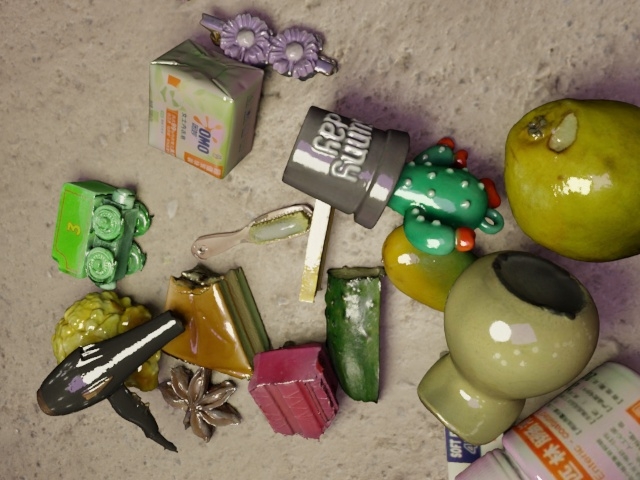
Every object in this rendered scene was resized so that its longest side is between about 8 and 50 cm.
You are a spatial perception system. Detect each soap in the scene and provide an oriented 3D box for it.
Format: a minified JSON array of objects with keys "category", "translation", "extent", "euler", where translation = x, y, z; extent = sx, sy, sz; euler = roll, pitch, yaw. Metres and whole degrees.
[{"category":"soap","translation":[-0.045,0.338,1.075],"extent":[0.162,0.099,0.250],"euler":[-12,130,7]},{"category":"soap","translation":[-0.001,0.000,1.049],"extent":[0.037,0.092,0.252],"euler":[12,105,8]},{"category":"soap","translation":[-0.228,-0.257,0.990],"extent":[0.182,0.138,0.199],"euler":[25,133,6]}]

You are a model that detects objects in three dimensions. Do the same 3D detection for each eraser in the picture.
[{"category":"eraser","translation":[0.324,0.377,1.065],"extent":[0.124,0.081,0.279],"euler":[-5,101,14]}]

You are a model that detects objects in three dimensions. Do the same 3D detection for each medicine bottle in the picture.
[{"category":"medicine bottle","translation":[0.461,0.417,0.925],"extent":[0.388,0.219,0.219],"euler":[-36,93,2]}]

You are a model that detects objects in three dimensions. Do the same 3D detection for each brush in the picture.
[{"category":"brush","translation":[-0.160,-0.011,1.101],"extent":[0.312,0.067,0.072],"euler":[-15,100,18]}]

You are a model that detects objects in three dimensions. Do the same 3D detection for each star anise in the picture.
[{"category":"star anise","translation":[-0.284,0.383,1.213],"extent":[0.196,0.073,0.212],"euler":[-26,98,21]}]

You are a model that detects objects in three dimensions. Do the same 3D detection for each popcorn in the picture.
[{"category":"popcorn","translation":[-0.469,0.243,1.147],"extent":[0.251,0.206,0.237],"euler":[28,121,13]}]

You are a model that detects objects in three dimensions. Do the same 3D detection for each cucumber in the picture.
[{"category":"cucumber","translation":[0.073,0.217,1.080],"extent":[0.145,0.105,0.326],"euler":[1,105,12]}]

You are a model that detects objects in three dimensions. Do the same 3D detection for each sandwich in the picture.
[{"category":"sandwich","translation":[-0.212,0.165,1.102],"extent":[0.227,0.155,0.198],"euler":[18,106,8]}]

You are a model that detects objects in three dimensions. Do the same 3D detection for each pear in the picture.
[{"category":"pear","translation":[0.453,-0.097,0.844],"extent":[0.321,0.269,0.269],"euler":[31,108,-15]}]

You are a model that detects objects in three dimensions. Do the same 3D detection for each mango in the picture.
[{"category":"mango","translation":[0.238,0.060,1.001],"extent":[0.251,0.114,0.156],"euler":[34,89,-12]}]

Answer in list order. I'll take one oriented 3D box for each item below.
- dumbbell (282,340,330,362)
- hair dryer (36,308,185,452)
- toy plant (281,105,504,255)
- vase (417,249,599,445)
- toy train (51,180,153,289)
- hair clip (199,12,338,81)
[{"category":"dumbbell","translation":[-0.037,0.273,1.141],"extent":[0.118,0.052,0.046],"euler":[23,66,7]},{"category":"hair dryer","translation":[-0.367,0.327,1.055],"extent":[0.303,0.120,0.359],"euler":[-32,124,-10]},{"category":"toy plant","translation":[0.139,-0.095,0.894],"extent":[0.400,0.279,0.185],"euler":[21,115,-5]},{"category":"vase","translation":[0.352,0.172,0.903],"extent":[0.241,0.329,0.302],"euler":[39,131,33]},{"category":"toy train","translation":[-0.505,-0.015,1.146],"extent":[0.188,0.132,0.243],"euler":[19,104,13]},{"category":"hair clip","translation":[-0.105,-0.381,0.995],"extent":[0.292,0.084,0.106],"euler":[18,82,5]}]
